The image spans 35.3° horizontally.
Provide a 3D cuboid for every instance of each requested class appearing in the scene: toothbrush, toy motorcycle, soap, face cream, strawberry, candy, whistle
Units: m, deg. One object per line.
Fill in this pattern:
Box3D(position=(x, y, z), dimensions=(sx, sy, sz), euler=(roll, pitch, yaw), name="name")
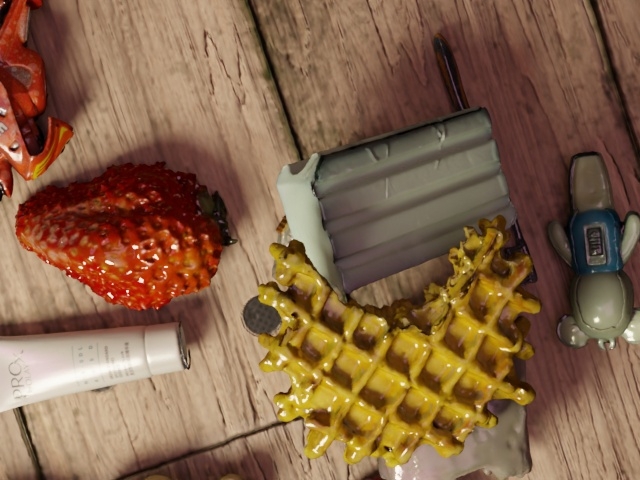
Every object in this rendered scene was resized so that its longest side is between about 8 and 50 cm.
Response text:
Box3D(position=(0.196, -0.097, 1.205), dimensions=(0.031, 0.023, 0.321), euler=(-20, 92, -15), name="toothbrush")
Box3D(position=(-0.366, -0.170, 1.110), dimensions=(0.171, 0.089, 0.298), euler=(-6, 90, -8), name="toy motorcycle")
Box3D(position=(0.090, -0.048, 1.116), dimensions=(0.261, 0.094, 0.150), euler=(-19, 96, -30), name="soap")
Box3D(position=(-0.271, 0.135, 1.139), dimensions=(0.244, 0.058, 0.092), euler=(-9, 95, 0), name="face cream")
Box3D(position=(-0.217, -0.002, 1.117), dimensions=(0.236, 0.107, 0.175), euler=(-19, 91, -6), name="strawberry")
Box3D(position=(0.148, 0.176, 1.143), dimensions=(0.185, 0.137, 0.195), euler=(-3, 88, -6), name="candy")
Box3D(position=(0.328, 0.013, 1.197), dimensions=(0.114, 0.077, 0.235), euler=(-7, 84, 22), name="whistle")

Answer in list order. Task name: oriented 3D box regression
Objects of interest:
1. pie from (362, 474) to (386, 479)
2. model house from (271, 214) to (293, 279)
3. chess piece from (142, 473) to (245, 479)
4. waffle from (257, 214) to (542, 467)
Box3D(position=(0.102, 0.376, 1.177), dimensions=(0.204, 0.054, 0.218), euler=(-40, 94, -5), name="pie")
Box3D(position=(0.000, 0.000, 1.150), dimensions=(0.101, 0.088, 0.100), euler=(8, 90, -6), name="model house")
Box3D(position=(-0.222, 0.340, 1.120), dimensions=(0.307, 0.124, 0.138), euler=(-13, 61, -10), name="chess piece")
Box3D(position=(0.085, 0.111, 1.014), dimensions=(0.293, 0.069, 0.259), euler=(-9, 104, -8), name="waffle")
